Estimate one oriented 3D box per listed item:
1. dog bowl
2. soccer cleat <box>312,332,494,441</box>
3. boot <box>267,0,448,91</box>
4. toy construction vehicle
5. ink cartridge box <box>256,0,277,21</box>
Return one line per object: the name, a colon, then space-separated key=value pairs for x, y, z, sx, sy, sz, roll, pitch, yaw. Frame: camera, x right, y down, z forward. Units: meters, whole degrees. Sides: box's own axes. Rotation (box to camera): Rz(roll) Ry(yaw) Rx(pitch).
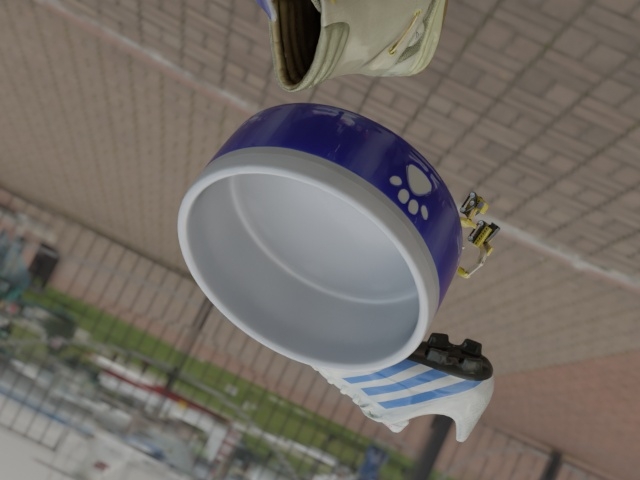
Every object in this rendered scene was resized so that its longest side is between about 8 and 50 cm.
dog bowl: x=0.000 y=0.000 z=1.235 sx=0.265 sy=0.104 sz=0.265 roll=18 pitch=139 yaw=16
soccer cleat: x=0.061 y=0.177 z=1.676 sx=0.331 sy=0.143 sz=0.116 roll=15 pitch=-161 yaw=6
boot: x=0.038 y=-0.227 z=1.027 sx=0.077 sy=0.213 sz=0.165 roll=30 pitch=-149 yaw=36
toy construction vehicle: x=0.197 y=-0.004 z=1.645 sx=0.035 sy=0.098 sz=0.086 roll=35 pitch=-179 yaw=35
ink cartridge box: x=-0.141 y=-0.239 z=0.581 sx=0.333 sy=0.065 sz=0.165 roll=54 pitch=173 yaw=26
